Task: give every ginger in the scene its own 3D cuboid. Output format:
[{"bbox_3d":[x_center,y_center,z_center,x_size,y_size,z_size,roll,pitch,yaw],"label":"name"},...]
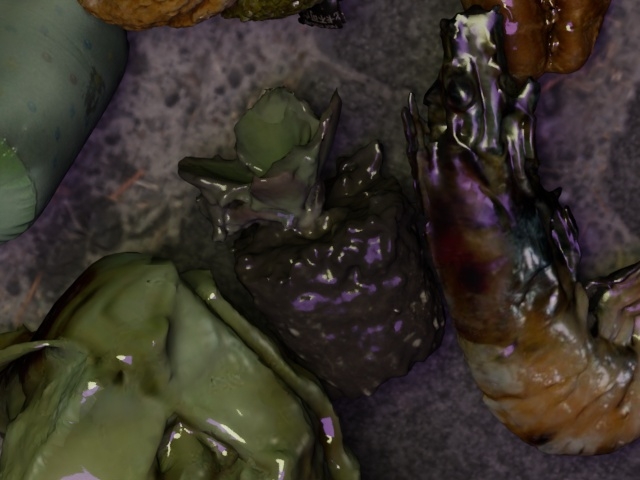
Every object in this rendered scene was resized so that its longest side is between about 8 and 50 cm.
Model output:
[{"bbox_3d":[0.139,-0.175,1.153,0.103,0.073,0.162,-15,109,6],"label":"ginger"}]

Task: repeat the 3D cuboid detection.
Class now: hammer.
[{"bbox_3d":[-0.304,-0.095,1.150,0.335,0.206,0.119,3,130,18],"label":"hammer"}]

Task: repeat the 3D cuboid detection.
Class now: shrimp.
[{"bbox_3d":[0.184,-0.011,1.189,0.233,0.071,0.365,-24,118,-8],"label":"shrimp"}]

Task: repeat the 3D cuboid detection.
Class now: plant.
[{"bbox_3d":[0.000,0.000,1.183,0.142,0.131,0.203,-19,117,8],"label":"plant"}]

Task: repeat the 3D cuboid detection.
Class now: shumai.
[{"bbox_3d":[-0.113,0.179,1.140,0.395,0.395,0.348,-8,100,3],"label":"shumai"}]

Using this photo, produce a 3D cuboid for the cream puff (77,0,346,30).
[{"bbox_3d":[-0.052,-0.200,1.110,0.169,0.183,0.183,19,109,-31],"label":"cream puff"}]
